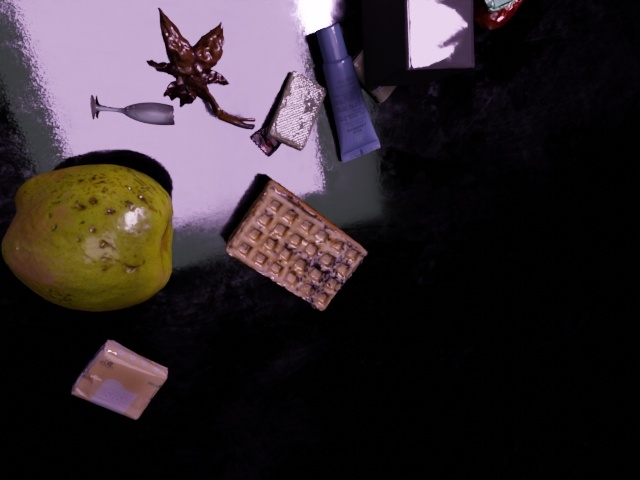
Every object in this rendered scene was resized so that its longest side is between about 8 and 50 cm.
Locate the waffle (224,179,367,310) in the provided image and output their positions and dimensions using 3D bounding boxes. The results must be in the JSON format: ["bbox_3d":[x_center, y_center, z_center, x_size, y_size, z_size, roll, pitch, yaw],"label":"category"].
[{"bbox_3d":[-0.075,0.025,1.292,0.376,0.114,0.261,36,95,-15],"label":"waffle"}]

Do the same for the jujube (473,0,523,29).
[{"bbox_3d":[0.550,-0.763,1.266,0.155,0.155,0.230,24,108,-24],"label":"jujube"}]

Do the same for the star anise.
[{"bbox_3d":[-0.295,-0.422,1.085,0.237,0.148,0.346,-39,106,-1],"label":"star anise"}]

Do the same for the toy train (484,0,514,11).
[{"bbox_3d":[0.493,-0.727,1.180,0.099,0.081,0.149,-18,102,30],"label":"toy train"}]

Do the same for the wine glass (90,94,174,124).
[{"bbox_3d":[-0.483,-0.337,1.093,0.197,0.066,0.066,0,108,-19],"label":"wine glass"}]

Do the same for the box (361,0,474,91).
[{"bbox_3d":[0.252,-0.602,1.127,0.204,0.251,0.346,-6,100,-18],"label":"box"}]

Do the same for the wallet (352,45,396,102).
[{"bbox_3d":[0.169,-0.511,1.273,0.155,0.039,0.110,38,94,-27],"label":"wallet"}]

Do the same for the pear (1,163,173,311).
[{"bbox_3d":[-0.554,-0.004,1.024,0.390,0.391,0.392,-6,109,-17],"label":"pear"}]

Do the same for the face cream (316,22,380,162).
[{"bbox_3d":[0.075,-0.430,1.247,0.135,0.086,0.386,-24,119,-7],"label":"face cream"}]

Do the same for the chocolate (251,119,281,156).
[{"bbox_3d":[-0.116,-0.335,1.239,0.182,0.028,0.086,-44,115,-1],"label":"chocolate"}]

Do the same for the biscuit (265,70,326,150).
[{"bbox_3d":[-0.067,-0.372,1.216,0.121,0.040,0.200,22,87,-28],"label":"biscuit"}]

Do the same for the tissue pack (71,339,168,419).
[{"bbox_3d":[-0.611,0.427,1.288,0.222,0.090,0.186,38,90,-26],"label":"tissue pack"}]
